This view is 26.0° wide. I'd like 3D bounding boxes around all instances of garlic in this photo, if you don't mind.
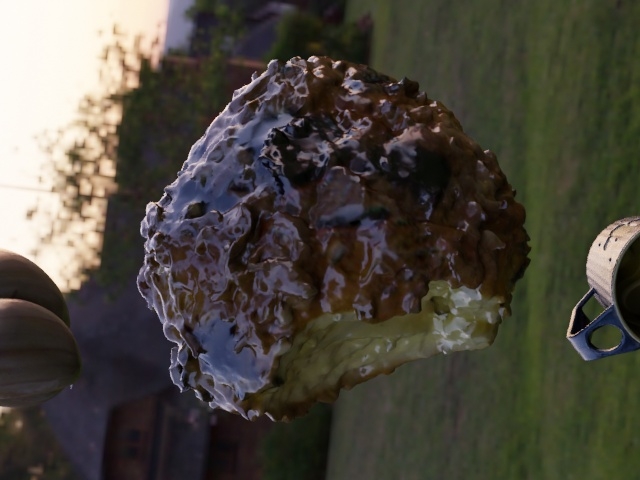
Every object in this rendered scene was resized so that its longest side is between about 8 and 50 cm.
[{"bbox_3d":[-0.312,0.080,1.293,0.214,0.191,0.160,-22,77,45],"label":"garlic"}]

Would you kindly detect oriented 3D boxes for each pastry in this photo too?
[{"bbox_3d":[0.004,-0.016,1.442,0.292,0.405,0.337,85,163,-65],"label":"pastry"}]

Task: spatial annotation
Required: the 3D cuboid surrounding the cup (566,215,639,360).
[{"bbox_3d":[0.314,0.048,1.358,0.131,0.176,0.155,54,-177,-5],"label":"cup"}]
